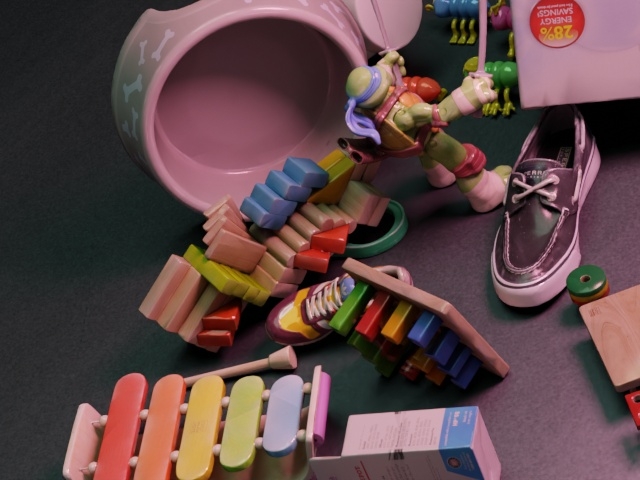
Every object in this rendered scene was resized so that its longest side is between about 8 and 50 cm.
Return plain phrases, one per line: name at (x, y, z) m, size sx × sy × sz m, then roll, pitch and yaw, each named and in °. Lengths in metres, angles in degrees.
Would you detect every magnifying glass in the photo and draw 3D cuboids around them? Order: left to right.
magnifying glass at (0.000, 0.000, 2.098) m, size 0.231 × 0.026 × 0.092 m, roll -17°, pitch 40°, yaw 10°

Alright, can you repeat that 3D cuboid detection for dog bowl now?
dog bowl at (-0.091, -0.178, 2.107) m, size 0.349 × 0.348 × 0.102 m, roll -26°, pitch 36°, yaw -2°

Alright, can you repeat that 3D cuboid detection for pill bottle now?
pill bottle at (0.001, -0.325, 2.318) m, size 0.278 × 0.162 × 0.162 m, roll 2°, pitch 43°, yaw 47°

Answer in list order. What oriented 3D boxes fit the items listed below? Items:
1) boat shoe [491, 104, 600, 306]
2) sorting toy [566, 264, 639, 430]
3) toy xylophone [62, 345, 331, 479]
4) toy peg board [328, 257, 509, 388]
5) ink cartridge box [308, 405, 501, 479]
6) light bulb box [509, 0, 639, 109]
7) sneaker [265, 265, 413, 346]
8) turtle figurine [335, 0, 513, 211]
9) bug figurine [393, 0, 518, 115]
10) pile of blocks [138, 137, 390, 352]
boat shoe at (0.268, -0.053, 1.960) m, size 0.108 × 0.102 × 0.301 m, roll 2°, pitch 45°, yaw 28°
sorting toy at (0.368, 0.112, 1.765) m, size 0.132 × 0.046 × 0.274 m, roll -21°, pitch 38°, yaw 3°
toy xylophone at (-0.135, 0.210, 1.879) m, size 0.323 × 0.081 × 0.236 m, roll -16°, pitch 39°, yaw 9°
toy peg board at (0.102, 0.113, 1.825) m, size 0.161 × 0.161 × 0.079 m, roll 25°, pitch 76°, yaw 42°
ink cartridge box at (0.090, 0.234, 1.719) m, size 0.180 × 0.104 × 0.060 m, roll -6°, pitch 42°, yaw 20°
light bulb box at (0.405, -0.372, 1.988) m, size 0.358 × 0.361 × 0.225 m, roll -5°, pitch 21°, yaw 14°
sneaker at (0.019, 0.070, 1.941) m, size 0.186 × 0.084 × 0.069 m, roll -20°, pitch 70°, yaw 1°
turtle figurine at (0.153, -0.179, 2.012) m, size 0.198 × 0.266 × 0.274 m, roll -6°, pitch 54°, yaw 33°
bug figurine at (0.206, -0.267, 2.263) m, size 0.216 × 0.072 × 0.279 m, roll 4°, pitch 46°, yaw 30°
pile of blocks at (-0.050, 0.004, 1.998) m, size 0.362 × 0.149 × 0.113 m, roll -42°, pitch 51°, yaw -11°
